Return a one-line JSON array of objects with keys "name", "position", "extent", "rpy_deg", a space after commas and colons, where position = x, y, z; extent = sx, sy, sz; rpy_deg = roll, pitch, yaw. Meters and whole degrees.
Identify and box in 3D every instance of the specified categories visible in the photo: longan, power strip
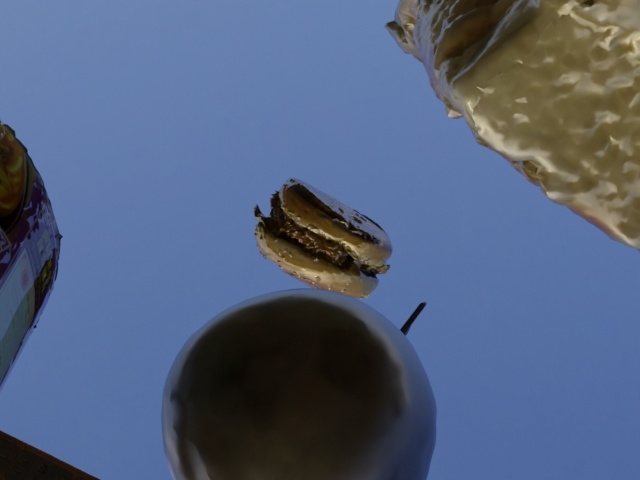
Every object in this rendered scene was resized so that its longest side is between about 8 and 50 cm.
[{"name": "longan", "position": [-0.021, 0.163, 1.444], "extent": [0.258, 0.258, 0.258], "rpy_deg": [-11, -140, 9]}, {"name": "power strip", "position": [-0.229, 0.216, 1.411], "extent": [0.178, 0.028, 0.049], "rpy_deg": [24, -119, 12]}]

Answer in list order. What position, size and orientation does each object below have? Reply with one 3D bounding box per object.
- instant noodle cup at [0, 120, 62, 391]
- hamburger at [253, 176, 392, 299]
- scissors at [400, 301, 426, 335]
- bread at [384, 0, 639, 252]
[{"name": "instant noodle cup", "position": [-0.314, 0.051, 0.936], "extent": [0.340, 0.339, 0.266], "rpy_deg": [1, -147, 22]}, {"name": "hamburger", "position": [0.006, 0.003, 2.139], "extent": [0.182, 0.191, 0.118], "rpy_deg": [36, -79, 13]}, {"name": "scissors", "position": [0.037, 0.176, 1.824], "extent": [0.024, 0.160, 0.317], "rpy_deg": [37, -122, 4]}, {"name": "bread", "position": [0.274, -0.147, 1.249], "extent": [0.279, 0.371, 0.390], "rpy_deg": [-56, -162, 15]}]
